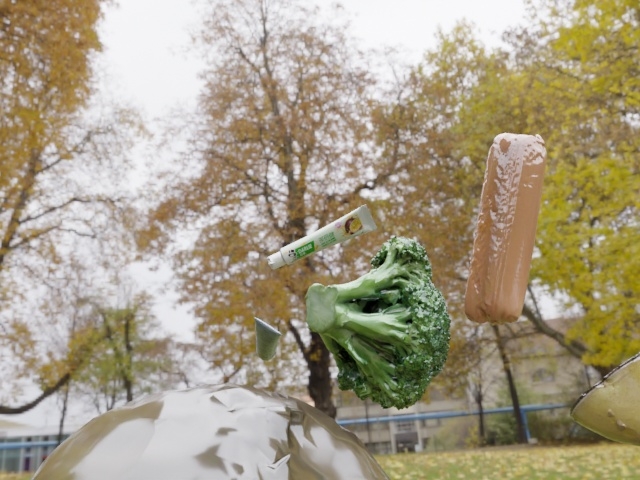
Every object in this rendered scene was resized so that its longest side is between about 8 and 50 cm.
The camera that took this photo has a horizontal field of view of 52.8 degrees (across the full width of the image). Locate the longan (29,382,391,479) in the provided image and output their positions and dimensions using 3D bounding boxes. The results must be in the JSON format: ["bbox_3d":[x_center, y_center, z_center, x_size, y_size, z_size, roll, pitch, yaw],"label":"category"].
[{"bbox_3d":[-0.091,0.324,0.556,0.404,0.436,0.404,8,-50,10],"label":"longan"}]

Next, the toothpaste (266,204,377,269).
[{"bbox_3d":[0.000,0.000,1.792,0.314,0.056,0.058,-25,-27,8],"label":"toothpaste"}]

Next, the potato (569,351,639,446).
[{"bbox_3d":[0.537,0.282,1.073,0.202,0.117,0.182,-7,-44,-26],"label":"potato"}]

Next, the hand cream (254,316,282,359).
[{"bbox_3d":[-0.148,0.279,1.781,0.088,0.055,0.256,34,-24,12],"label":"hand cream"}]

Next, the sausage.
[{"bbox_3d":[0.267,-0.019,0.929,0.086,0.289,0.086,12,-11,2],"label":"sausage"}]

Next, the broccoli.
[{"bbox_3d":[0.092,0.130,1.015,0.242,0.261,0.269,15,-16,-37],"label":"broccoli"}]
